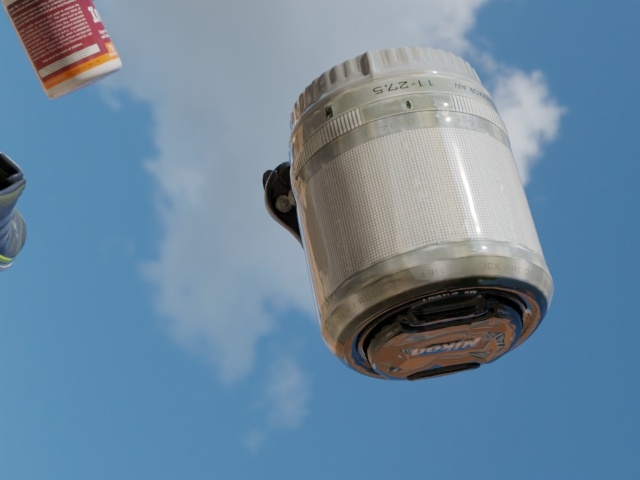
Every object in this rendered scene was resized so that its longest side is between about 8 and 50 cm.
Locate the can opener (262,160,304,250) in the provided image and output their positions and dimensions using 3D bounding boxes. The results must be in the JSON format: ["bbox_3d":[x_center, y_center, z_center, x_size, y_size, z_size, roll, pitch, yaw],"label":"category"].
[{"bbox_3d":[0.000,0.000,1.453,0.059,0.073,0.186,-33,-89,10],"label":"can opener"}]

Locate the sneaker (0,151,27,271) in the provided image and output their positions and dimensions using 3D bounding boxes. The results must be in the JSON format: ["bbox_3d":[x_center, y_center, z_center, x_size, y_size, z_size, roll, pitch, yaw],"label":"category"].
[{"bbox_3d":[-0.396,-0.042,1.652,0.111,0.300,0.121,43,-91,2],"label":"sneaker"}]

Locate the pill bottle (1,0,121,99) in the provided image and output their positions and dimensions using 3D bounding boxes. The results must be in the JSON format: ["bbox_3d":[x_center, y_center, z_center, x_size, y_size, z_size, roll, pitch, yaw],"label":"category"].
[{"bbox_3d":[-0.272,-0.228,1.420,0.086,0.086,0.152,-16,-78,48],"label":"pill bottle"}]

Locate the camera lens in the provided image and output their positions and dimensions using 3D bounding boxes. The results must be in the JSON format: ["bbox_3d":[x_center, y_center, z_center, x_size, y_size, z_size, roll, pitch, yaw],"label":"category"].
[{"bbox_3d":[0.090,-0.018,1.328,0.219,0.219,0.274,-44,-133,43],"label":"camera lens"}]
